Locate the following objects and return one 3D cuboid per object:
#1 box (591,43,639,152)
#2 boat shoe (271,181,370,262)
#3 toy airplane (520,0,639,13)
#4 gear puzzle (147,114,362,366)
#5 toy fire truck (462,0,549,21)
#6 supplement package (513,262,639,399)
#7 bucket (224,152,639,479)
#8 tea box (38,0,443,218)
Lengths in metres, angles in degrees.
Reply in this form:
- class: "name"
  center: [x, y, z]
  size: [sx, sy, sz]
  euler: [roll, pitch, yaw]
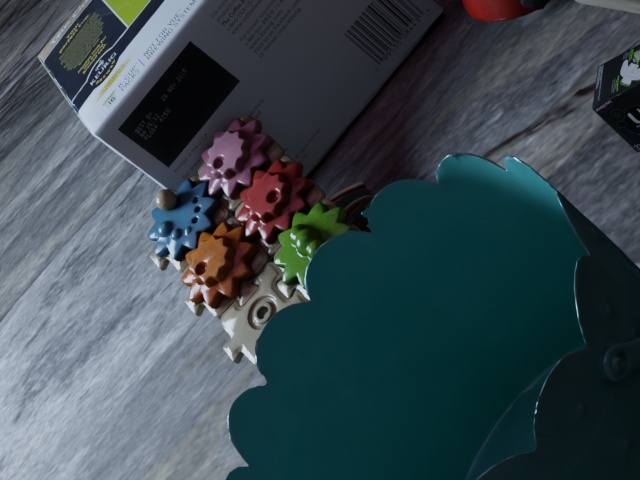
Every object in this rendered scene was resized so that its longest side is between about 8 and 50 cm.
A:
- class: "box"
  center: [0.265, -0.119, 1.376]
  size: [0.083, 0.062, 0.052]
  euler: [-28, 34, 40]
- class: "boat shoe"
  center: [0.000, 0.000, 1.664]
  size: [0.137, 0.049, 0.043]
  euler: [-43, 71, 12]
- class: "toy airplane"
  center: [0.244, -0.333, 1.311]
  size: [0.384, 0.386, 0.272]
  euler: [7, 78, 57]
- class: "gear puzzle"
  center: [-0.053, 0.019, 1.622]
  size: [0.175, 0.044, 0.339]
  euler: [-49, 47, 7]
- class: "toy fire truck"
  center: [0.210, -0.358, 1.677]
  size: [0.254, 0.169, 0.302]
  euler: [-25, 30, -1]
- class: "supplement package"
  center: [0.192, 0.086, 1.196]
  size: [0.179, 0.105, 0.105]
  euler: [-5, 54, 55]
- class: "bucket"
  center: [0.100, 0.105, 1.014]
  size: [0.281, 0.183, 0.281]
  euler: [-35, 35, 29]
- class: "tea box"
  center: [-0.096, -0.221, 1.880]
  size: [0.329, 0.220, 0.323]
  euler: [-49, 28, 5]
